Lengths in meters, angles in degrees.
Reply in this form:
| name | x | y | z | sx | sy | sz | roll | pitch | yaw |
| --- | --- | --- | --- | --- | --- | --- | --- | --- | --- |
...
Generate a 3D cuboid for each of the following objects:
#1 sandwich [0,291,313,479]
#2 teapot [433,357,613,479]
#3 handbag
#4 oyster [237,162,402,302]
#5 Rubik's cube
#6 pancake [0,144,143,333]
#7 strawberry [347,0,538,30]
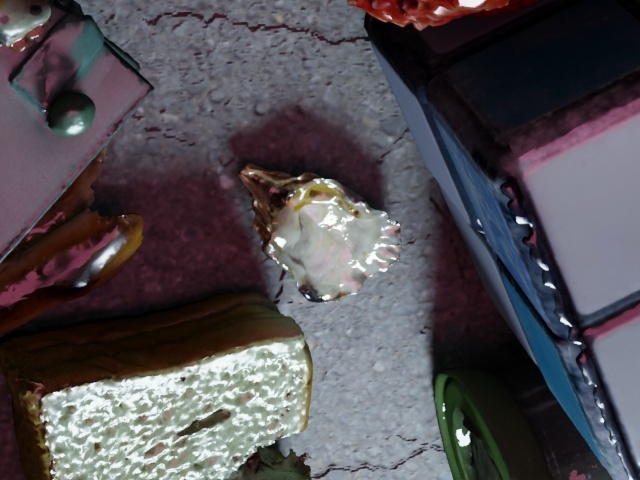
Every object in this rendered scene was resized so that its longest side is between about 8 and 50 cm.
| name | x | y | z | sx | sy | sz | roll | pitch | yaw |
| --- | --- | --- | --- | --- | --- | --- | --- | --- | --- |
| sandwich | -0.122 | 0.184 | 1.553 | 0.249 | 0.095 | 0.273 | -13 | 120 | -22 |
| teapot | 0.286 | 0.166 | 1.648 | 0.337 | 0.200 | 0.270 | -19 | 146 | -11 |
| handbag | -0.296 | -0.096 | 1.328 | 0.269 | 0.100 | 0.274 | 43 | 92 | -20 |
| oyster | 0.000 | 0.000 | 1.539 | 0.146 | 0.045 | 0.121 | -2 | 113 | -26 |
| Rubik's cube | 0.258 | -0.066 | 1.433 | 0.313 | 0.318 | 0.316 | -27 | 123 | -1 |
| pancake | -0.251 | 0.003 | 1.449 | 0.212 | 0.056 | 0.257 | 30 | 103 | -28 |
| strawberry | 0.117 | -0.272 | 1.269 | 0.312 | 0.351 | 0.267 | -28 | 113 | 3 |
